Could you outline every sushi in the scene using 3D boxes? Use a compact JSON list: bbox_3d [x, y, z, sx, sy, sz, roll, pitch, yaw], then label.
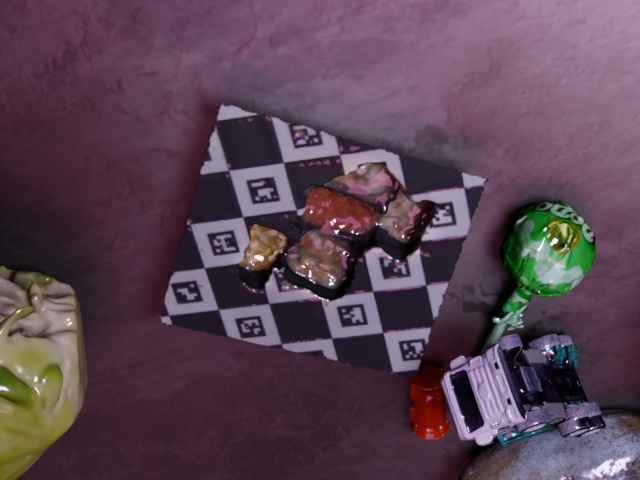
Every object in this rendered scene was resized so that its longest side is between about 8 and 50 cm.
[{"bbox_3d":[0.000,0.000,1.255,0.294,0.059,0.292,15,124,-4],"label":"sushi"}]

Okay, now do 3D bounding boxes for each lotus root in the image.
[{"bbox_3d":[0.313,0.279,1.367,0.322,0.140,0.158,-24,119,18],"label":"lotus root"}]

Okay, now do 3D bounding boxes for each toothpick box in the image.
[{"bbox_3d":[0.127,0.188,1.380,0.047,0.047,0.083,-1,123,7],"label":"toothpick box"}]

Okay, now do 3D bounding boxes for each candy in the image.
[{"bbox_3d":[0.206,0.087,1.294,0.097,0.097,0.323,17,133,-5],"label":"candy"}]

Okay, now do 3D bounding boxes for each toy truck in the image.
[{"bbox_3d":[0.213,0.170,1.265,0.116,0.110,0.216,-30,159,29],"label":"toy truck"}]

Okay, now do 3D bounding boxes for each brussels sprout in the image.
[{"bbox_3d":[-0.444,0.146,1.287,0.371,0.276,0.315,5,112,-5],"label":"brussels sprout"}]
